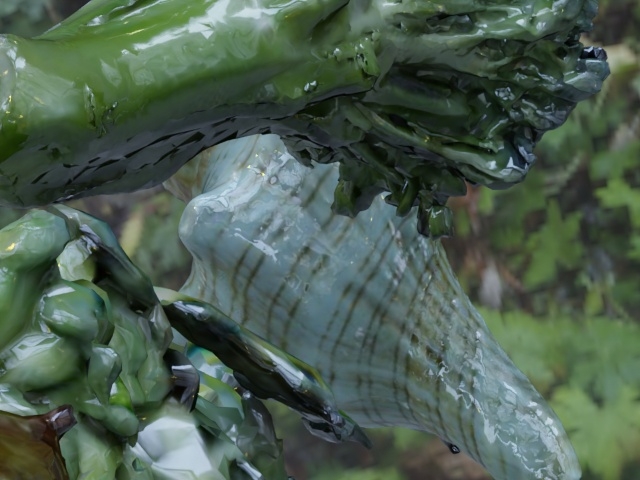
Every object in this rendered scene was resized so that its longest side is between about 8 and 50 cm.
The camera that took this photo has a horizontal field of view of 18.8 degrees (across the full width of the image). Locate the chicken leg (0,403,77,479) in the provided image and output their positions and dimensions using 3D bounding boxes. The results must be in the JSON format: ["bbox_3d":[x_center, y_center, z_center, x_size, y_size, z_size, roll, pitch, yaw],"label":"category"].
[{"bbox_3d":[0.004,0.167,0.267,0.211,0.140,0.361,3,56,-31],"label":"chicken leg"}]

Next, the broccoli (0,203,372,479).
[{"bbox_3d":[-0.120,0.025,0.484,0.177,0.275,0.198,-40,21,-11],"label":"broccoli"}]

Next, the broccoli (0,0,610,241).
[{"bbox_3d":[-0.023,-0.062,0.700,0.145,0.165,0.304,47,35,19],"label":"broccoli"}]

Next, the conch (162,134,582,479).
[{"bbox_3d":[-0.008,-0.004,1.099,0.203,0.169,0.386,-43,57,18],"label":"conch"}]
